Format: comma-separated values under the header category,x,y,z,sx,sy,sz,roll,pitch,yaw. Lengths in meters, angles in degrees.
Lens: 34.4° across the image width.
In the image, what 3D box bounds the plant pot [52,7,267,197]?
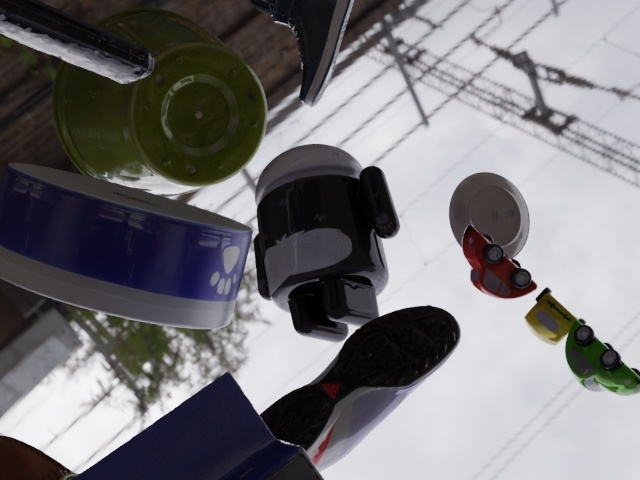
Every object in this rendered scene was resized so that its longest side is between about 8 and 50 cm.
category,x,y,z,sx,sy,sz,roll,pitch,yaw
plant pot,-0.263,-0.231,1.832,0.366,0.366,0.353,-42,-158,-11

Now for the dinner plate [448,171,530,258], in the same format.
category,x,y,z,sx,sy,sz,roll,pitch,yaw
dinner plate,0.256,-0.035,1.546,0.141,0.141,0.017,-53,-167,-22

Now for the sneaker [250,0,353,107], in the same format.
category,x,y,z,sx,sy,sz,roll,pitch,yaw
sneaker,-0.045,-0.336,1.677,0.163,0.086,0.226,15,-101,0

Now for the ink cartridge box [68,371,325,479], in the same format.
category,x,y,z,sx,sy,sz,roll,pitch,yaw
ink cartridge box,-0.093,0.294,0.734,0.303,0.072,0.307,-34,-97,-20

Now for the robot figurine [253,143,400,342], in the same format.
category,x,y,z,sx,sy,sz,roll,pitch,yaw
robot figurine,0.003,0.000,1.457,0.209,0.174,0.278,-11,-115,-1

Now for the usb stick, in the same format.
category,x,y,z,sx,sy,sz,roll,pitch,yaw
usb stick,-0.307,-0.236,1.140,0.077,0.278,0.045,-5,-106,41

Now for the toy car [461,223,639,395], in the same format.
category,x,y,z,sx,sy,sz,roll,pitch,yaw
toy car,0.256,0.098,1.109,0.053,0.239,0.225,-48,-137,7

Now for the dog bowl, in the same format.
category,x,y,z,sx,sy,sz,roll,pitch,yaw
dog bowl,-0.207,0.003,1.074,0.264,0.265,0.104,19,-86,41

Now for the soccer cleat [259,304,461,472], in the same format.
category,x,y,z,sx,sy,sz,roll,pitch,yaw
soccer cleat,0.049,0.203,1.343,0.318,0.116,0.109,-37,-125,-7

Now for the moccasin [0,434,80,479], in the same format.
category,x,y,z,sx,sy,sz,roll,pitch,yaw
moccasin,-0.307,0.385,1.304,0.139,0.147,0.380,-37,-108,-29
